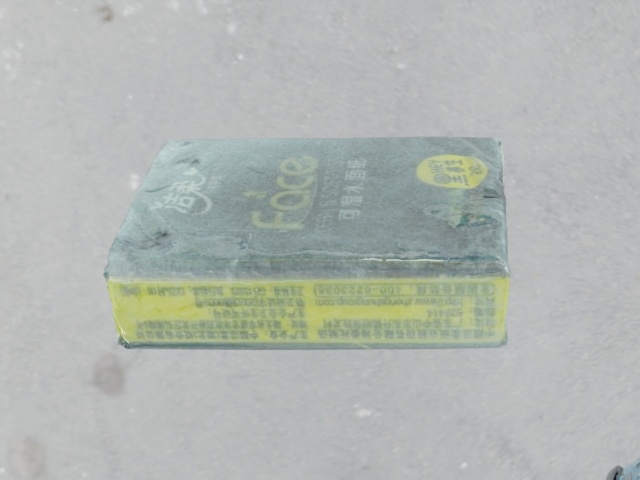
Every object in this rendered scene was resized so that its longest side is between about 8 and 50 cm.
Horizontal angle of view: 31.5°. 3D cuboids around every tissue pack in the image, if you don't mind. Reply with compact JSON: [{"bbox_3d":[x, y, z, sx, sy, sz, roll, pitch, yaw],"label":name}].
[{"bbox_3d":[0.000,0.000,0.786,0.257,0.185,0.081,0,121,7],"label":"tissue pack"}]

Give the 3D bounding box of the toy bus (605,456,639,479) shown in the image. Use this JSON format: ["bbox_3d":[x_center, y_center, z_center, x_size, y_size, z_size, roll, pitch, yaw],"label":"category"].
[{"bbox_3d":[0.224,0.167,0.634,0.123,0.060,0.075,44,115,-4],"label":"toy bus"}]
